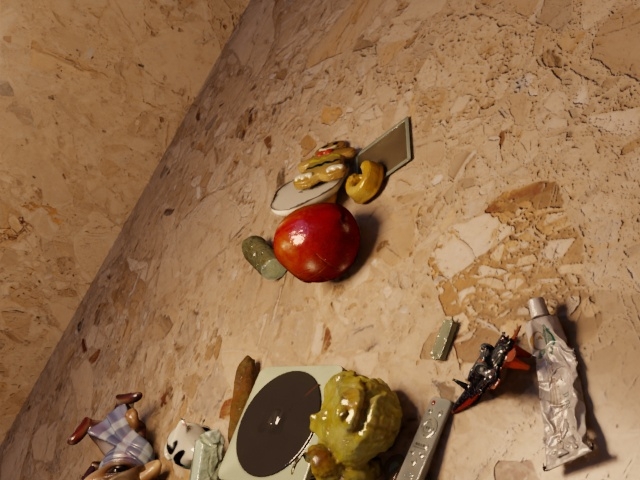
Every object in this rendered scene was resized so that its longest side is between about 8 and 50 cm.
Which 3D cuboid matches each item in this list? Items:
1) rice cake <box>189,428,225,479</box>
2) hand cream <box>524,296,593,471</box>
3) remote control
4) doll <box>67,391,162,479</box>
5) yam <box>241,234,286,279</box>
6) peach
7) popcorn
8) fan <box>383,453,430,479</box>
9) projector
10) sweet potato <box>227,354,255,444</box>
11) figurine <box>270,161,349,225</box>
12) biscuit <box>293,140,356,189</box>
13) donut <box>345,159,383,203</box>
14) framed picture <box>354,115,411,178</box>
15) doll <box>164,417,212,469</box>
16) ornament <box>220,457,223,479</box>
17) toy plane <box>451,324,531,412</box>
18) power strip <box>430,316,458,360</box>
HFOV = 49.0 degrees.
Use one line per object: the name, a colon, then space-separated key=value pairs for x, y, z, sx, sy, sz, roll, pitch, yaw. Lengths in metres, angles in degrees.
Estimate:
rice cake: x=-0.249 y=0.559 z=1.443 sx=0.066 sy=0.063 sz=0.336 roll=-28 pitch=51 yaw=52
hand cream: x=0.337 y=0.198 z=1.021 sx=0.084 sy=0.050 sz=0.257 roll=-38 pitch=40 yaw=40
remote control: x=0.171 y=0.347 z=1.161 sx=0.050 sy=0.027 sz=0.184 roll=-2 pitch=56 yaw=56
doll: x=-0.556 y=0.595 z=1.874 sx=0.318 sy=0.209 sz=0.340 roll=-57 pitch=33 yaw=13
yam: x=-0.149 y=0.046 z=1.843 sx=0.078 sy=0.078 sz=0.179 roll=-58 pitch=33 yaw=5
peach: x=0.000 y=0.000 z=1.555 sx=0.197 sy=0.197 sz=0.197 roll=-36 pitch=39 yaw=36
popcorn: x=0.050 y=0.330 z=1.239 sx=0.168 sy=0.173 sz=0.195 roll=32 pitch=98 yaw=46
fan: x=0.156 y=0.441 z=1.131 sx=0.227 sy=0.008 sz=0.152 roll=3 pitch=67 yaw=58
projector: x=-0.064 y=0.381 z=1.420 sx=0.259 sy=0.079 sz=0.257 roll=-12 pitch=47 yaw=45
sweet potato: x=-0.172 y=0.383 z=1.612 sx=0.075 sy=0.075 sz=0.273 roll=-44 pitch=31 yaw=28
figurine: x=-0.005 y=-0.080 z=1.736 sx=0.250 sy=0.141 sz=0.166 roll=-35 pitch=28 yaw=-29
biscuit: x=0.012 y=-0.199 z=1.749 sx=0.158 sy=0.035 sz=0.240 roll=-15 pitch=26 yaw=16
donut: x=0.099 y=-0.137 z=1.630 sx=0.108 sy=0.043 sz=0.097 roll=-45 pitch=33 yaw=33
framed picture: x=0.146 y=-0.195 z=1.658 sx=0.183 sy=0.011 sz=0.142 roll=-34 pitch=40 yaw=37
doll: x=-0.300 y=0.477 z=1.631 sx=0.107 sy=0.110 sz=0.181 roll=-41 pitch=-14 yaw=-7
ornament: x=-0.179 y=0.551 z=1.479 sx=0.236 sy=0.080 sz=0.202 roll=-28 pitch=47 yaw=46
toy plane: x=0.254 y=0.213 z=1.110 sx=0.189 sy=0.061 sz=0.130 roll=-49 pitch=4 yaw=34
power strip: x=0.220 y=0.174 z=1.242 sx=0.027 sy=0.017 sz=0.083 roll=12 pitch=76 yaw=58
